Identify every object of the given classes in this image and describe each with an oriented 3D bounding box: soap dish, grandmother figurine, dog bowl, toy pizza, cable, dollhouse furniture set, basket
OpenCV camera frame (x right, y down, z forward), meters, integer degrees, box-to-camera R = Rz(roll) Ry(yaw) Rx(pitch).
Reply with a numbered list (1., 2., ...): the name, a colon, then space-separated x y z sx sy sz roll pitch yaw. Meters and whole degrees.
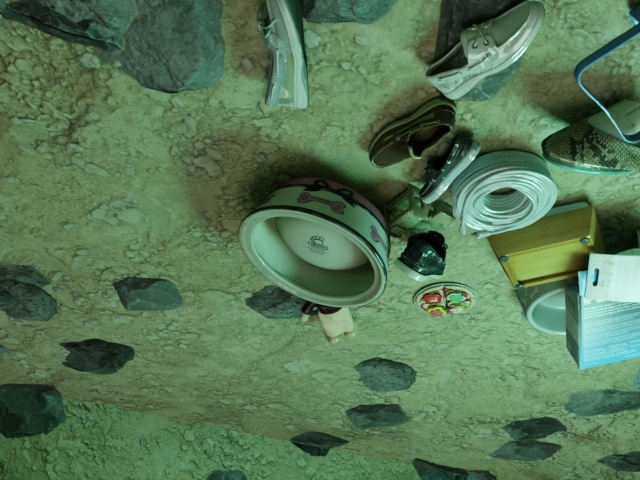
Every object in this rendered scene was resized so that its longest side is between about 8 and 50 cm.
1. soap dish: 0.625 0.022 1.964 0.291 0.118 0.229 -14 141 22
2. grandmother figurine: 0.029 0.206 2.289 0.208 0.104 0.342 -25 141 -8
3. dog bowl: 0.783 0.177 2.189 0.349 0.102 0.348 1 145 1
4. toy pizza: 0.403 0.199 2.300 0.201 0.032 0.201 2 144 1
5. cable: 0.462 -0.119 1.805 0.257 0.089 0.257 -8 142 13
6. dog bowl: 0.000 0.000 1.871 0.408 0.150 0.408 17 146 12
7. dollhouse furniture set: 0.243 -0.037 1.919 0.161 0.101 0.182 23 140 -27
8. basket: 0.666 -0.342 1.379 0.289 0.201 0.255 -36 131 28

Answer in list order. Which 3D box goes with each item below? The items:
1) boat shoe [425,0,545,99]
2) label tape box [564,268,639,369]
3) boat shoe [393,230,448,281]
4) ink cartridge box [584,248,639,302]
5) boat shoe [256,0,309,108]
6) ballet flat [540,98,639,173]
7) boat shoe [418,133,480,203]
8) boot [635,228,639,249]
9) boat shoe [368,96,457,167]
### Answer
1. boat shoe: 0.320 -0.386 1.429 0.096 0.098 0.277 23 141 -27
2. label tape box: 0.828 0.180 2.008 0.249 0.115 0.347 -13 120 1
3. boat shoe: 0.289 0.028 1.924 0.113 0.127 0.340 -59 161 13
4. ink cartridge box: 0.795 0.092 1.878 0.179 0.045 0.145 3 118 15
5. boat shoe: -0.083 -0.386 1.444 0.103 0.118 0.320 -4 151 2
6. ballet flat: 0.730 -0.223 1.614 0.483 0.164 0.182 10 123 -19
7. boat shoe: 0.296 -0.178 1.749 0.076 0.080 0.228 31 142 -8
8. boot: 0.933 0.034 2.002 0.086 0.069 0.190 -4 144 19
9. boat shoe: 0.205 -0.231 1.656 0.095 0.095 0.257 25 139 -28
